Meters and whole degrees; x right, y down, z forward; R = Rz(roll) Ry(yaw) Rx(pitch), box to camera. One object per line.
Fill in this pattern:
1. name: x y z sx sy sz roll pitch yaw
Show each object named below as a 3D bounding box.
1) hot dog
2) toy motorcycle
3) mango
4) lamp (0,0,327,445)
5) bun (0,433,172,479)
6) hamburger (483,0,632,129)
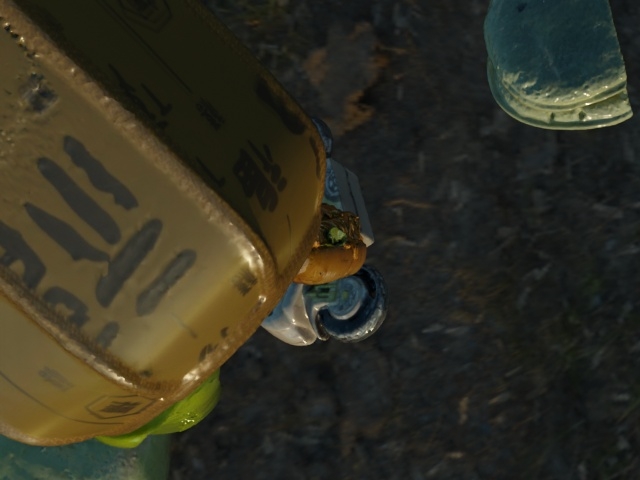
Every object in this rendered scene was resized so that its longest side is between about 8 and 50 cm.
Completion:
1. hot dog: 0.000 0.000 1.235 0.072 0.188 0.055 46 104 8
2. toy motorcycle: -0.036 0.008 1.757 0.223 0.108 0.341 -34 51 24
3. mango: -0.102 0.079 0.820 0.091 0.165 0.074 -24 83 -17
4. lamp: -0.100 -0.032 0.471 0.185 0.161 0.161 43 115 -12
5. bun: -0.273 0.182 1.286 0.283 0.179 0.283 -21 51 27
6. hamburger: 0.146 -0.124 0.910 0.084 0.054 0.121 -14 73 4
